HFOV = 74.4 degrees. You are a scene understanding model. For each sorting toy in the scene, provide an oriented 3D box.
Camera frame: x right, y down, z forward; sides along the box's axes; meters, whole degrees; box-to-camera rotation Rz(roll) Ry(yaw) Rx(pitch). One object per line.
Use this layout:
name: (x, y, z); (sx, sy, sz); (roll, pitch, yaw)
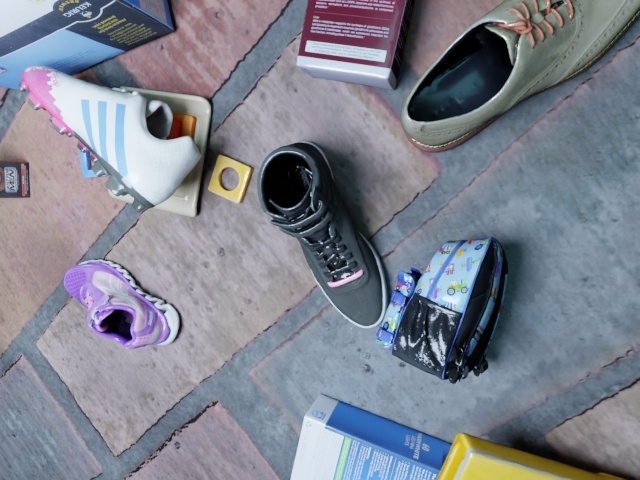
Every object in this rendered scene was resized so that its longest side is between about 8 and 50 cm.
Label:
sorting toy: (-0.277, -0.148, 0.698); (0.348, 0.047, 0.196); (12, 100, 16)

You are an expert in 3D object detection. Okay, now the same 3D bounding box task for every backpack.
backpack: (0.162, 0.074, 0.529); (0.117, 0.158, 0.173); (18, 89, 34)

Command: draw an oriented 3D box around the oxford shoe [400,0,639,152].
oxford shoe: (0.241, -0.226, 0.473); (0.348, 0.130, 0.123); (-41, 83, 18)

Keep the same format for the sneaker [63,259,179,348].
sneaker: (-0.365, 0.112, 0.730); (0.236, 0.104, 0.095); (28, 106, 14)

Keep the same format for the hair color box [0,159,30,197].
hair color box: (-0.608, -0.111, 0.761); (0.043, 0.141, 0.072); (5, 99, 18)

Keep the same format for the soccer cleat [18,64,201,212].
soccer cleat: (-0.313, -0.182, 0.643); (0.331, 0.116, 0.143); (42, 79, 17)

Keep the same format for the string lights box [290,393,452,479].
string lights box: (0.094, 0.345, 0.621); (0.260, 0.077, 0.133); (16, 102, 16)

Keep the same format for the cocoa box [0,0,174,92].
cocoa box: (-0.444, -0.400, 0.626); (0.347, 0.228, 0.231); (-11, 93, 19)

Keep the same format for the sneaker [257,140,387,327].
sneaker: (0.000, 0.000, 0.573); (0.105, 0.147, 0.295); (-24, 90, 18)

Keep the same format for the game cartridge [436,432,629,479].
game cartridge: (0.278, 0.414, 0.536); (0.324, 0.052, 0.285); (18, 101, -5)

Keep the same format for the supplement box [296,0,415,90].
supplement box: (0.059, -0.334, 0.550); (0.130, 0.073, 0.239); (15, 102, 15)
